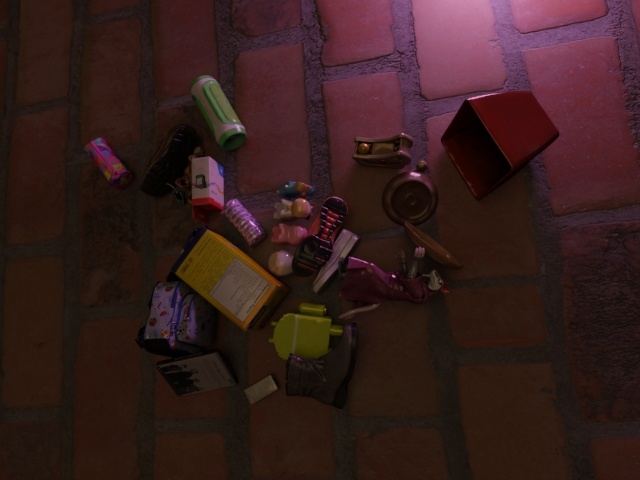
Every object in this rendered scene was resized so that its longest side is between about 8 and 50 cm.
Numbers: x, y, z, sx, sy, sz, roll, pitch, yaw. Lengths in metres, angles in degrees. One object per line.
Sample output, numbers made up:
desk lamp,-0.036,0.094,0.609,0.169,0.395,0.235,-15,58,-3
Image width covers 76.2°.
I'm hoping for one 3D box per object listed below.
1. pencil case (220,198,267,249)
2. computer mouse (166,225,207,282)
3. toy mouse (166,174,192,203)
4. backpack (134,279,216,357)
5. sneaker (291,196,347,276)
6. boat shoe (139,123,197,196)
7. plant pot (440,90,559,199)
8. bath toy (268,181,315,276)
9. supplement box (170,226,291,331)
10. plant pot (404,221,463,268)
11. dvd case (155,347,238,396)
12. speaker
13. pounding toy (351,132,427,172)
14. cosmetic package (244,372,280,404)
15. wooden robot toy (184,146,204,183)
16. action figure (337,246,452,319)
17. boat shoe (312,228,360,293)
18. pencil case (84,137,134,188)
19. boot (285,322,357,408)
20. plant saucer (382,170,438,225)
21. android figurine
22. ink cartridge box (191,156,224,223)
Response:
pencil case,-0.292,-0.064,1.561,0.206,0.086,0.088,49,116,15
computer mouse,-0.496,0.064,1.533,0.060,0.184,0.262,33,87,-4
toy mouse,-0.547,-0.203,1.627,0.143,0.031,0.161,23,123,11
backpack,-0.501,0.272,1.462,0.213,0.276,0.263,-10,66,3
sneaker,0.001,0.000,1.454,0.116,0.136,0.313,30,74,0
boat shoe,-0.621,-0.330,1.656,0.120,0.123,0.324,33,88,45
plant pot,0.603,-0.335,1.357,0.236,0.267,0.267,-25,77,-8
bath toy,-0.100,-0.036,1.502,0.129,0.151,0.348,13,80,-31
supplement box,-0.314,0.140,1.472,0.357,0.195,0.194,36,88,14
plant pot,0.366,0.023,1.349,0.236,0.236,0.032,41,105,14
dvd case,-0.443,0.480,1.473,0.239,0.029,0.179,-14,121,8
speaker,-0.408,-0.509,1.626,0.131,0.131,0.296,-32,77,5
pounding toy,0.245,-0.284,1.454,0.270,0.154,0.154,7,82,12
cosmetic package,-0.209,0.534,1.470,0.115,0.041,0.060,-30,78,5
wooden robot toy,-0.521,-0.293,1.646,0.079,0.076,0.173,-3,80,21
action figure,0.238,0.156,1.340,0.370,0.248,0.275,7,83,15
boat shoe,0.041,0.074,1.478,0.084,0.095,0.258,34,78,18
pencil case,-0.882,-0.323,1.702,0.104,0.104,0.236,-45,76,1
boot,-0.004,0.406,1.346,0.223,0.118,0.338,13,109,4
plant saucer,0.319,-0.144,1.446,0.199,0.036,0.198,1,101,6
android figurine,-0.051,0.345,1.450,0.273,0.056,0.248,5,90,9
ink cartridge box,-0.434,-0.190,1.577,0.078,0.134,0.230,-5,81,9
